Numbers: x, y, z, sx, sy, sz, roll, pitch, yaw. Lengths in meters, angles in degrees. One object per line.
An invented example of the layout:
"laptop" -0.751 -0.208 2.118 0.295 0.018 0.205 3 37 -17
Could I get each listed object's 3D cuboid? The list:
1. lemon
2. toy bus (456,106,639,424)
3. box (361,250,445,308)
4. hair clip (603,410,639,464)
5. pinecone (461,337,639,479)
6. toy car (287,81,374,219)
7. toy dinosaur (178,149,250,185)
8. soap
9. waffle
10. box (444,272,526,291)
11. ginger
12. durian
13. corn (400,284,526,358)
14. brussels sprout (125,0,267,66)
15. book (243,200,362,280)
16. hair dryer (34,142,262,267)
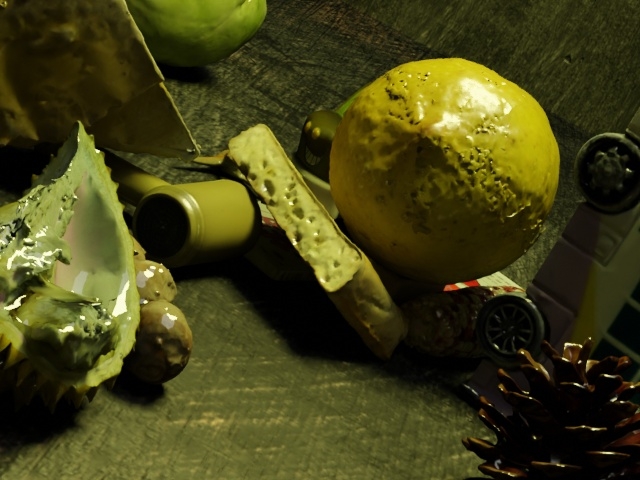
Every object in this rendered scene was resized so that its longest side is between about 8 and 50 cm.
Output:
"lemon" 0.139 -0.077 1.822 0.258 0.258 0.310 29 -1 5
"toy bus" 0.371 0.037 1.754 0.249 0.440 0.209 37 18 24
"box" 0.087 0.053 1.914 0.089 0.062 0.122 38 20 32
"hair clip" 0.377 0.260 1.608 0.257 0.075 0.146 37 -21 11
"pinecone" 0.231 0.188 1.519 0.207 0.208 0.208 25 17 -8
"toy car" 0.088 -0.117 2.114 0.247 0.198 0.204 9 19 -27
"toy dinosaur" -0.124 -0.103 2.106 0.162 0.039 0.126 15 10 -23
"soap" -0.336 -0.135 1.718 0.304 0.338 0.169 65 -7 -33
"waffle" 0.000 0.000 1.788 0.274 0.057 0.168 54 0 41
"box" 0.180 0.062 2.084 0.139 0.035 0.245 38 19 30
"ginger" -0.177 0.056 1.461 0.104 0.080 0.204 -23 44 -27
"durian" -0.224 0.038 1.290 0.172 0.166 0.306 27 26 7
"corn" 0.176 0.095 1.890 0.086 0.086 0.253 37 19 29
"brussels sprout" -0.233 -0.388 2.412 0.316 0.243 0.274 25 10 2
"book" -0.039 -0.001 1.948 0.162 0.022 0.232 37 18 30
"hair dryer" -0.210 -0.058 1.769 0.278 0.090 0.135 28 17 23
